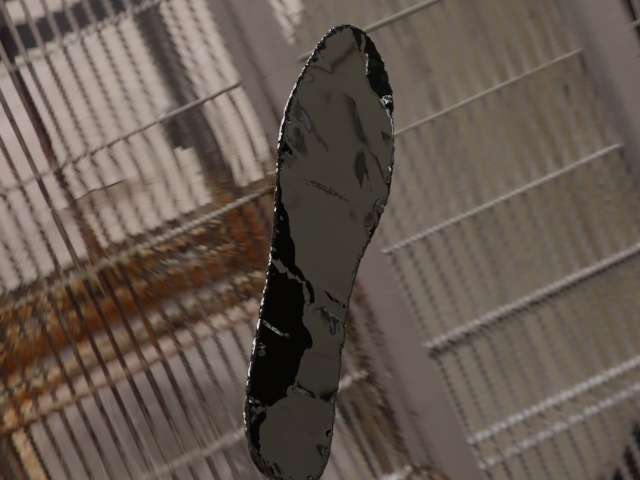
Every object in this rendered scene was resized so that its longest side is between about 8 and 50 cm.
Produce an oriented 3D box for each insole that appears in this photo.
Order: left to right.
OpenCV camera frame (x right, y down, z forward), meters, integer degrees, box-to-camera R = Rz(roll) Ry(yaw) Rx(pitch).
[{"bbox_3d":[0.000,0.000,1.171,0.119,0.009,0.348,39,-130,-41],"label":"insole"}]
